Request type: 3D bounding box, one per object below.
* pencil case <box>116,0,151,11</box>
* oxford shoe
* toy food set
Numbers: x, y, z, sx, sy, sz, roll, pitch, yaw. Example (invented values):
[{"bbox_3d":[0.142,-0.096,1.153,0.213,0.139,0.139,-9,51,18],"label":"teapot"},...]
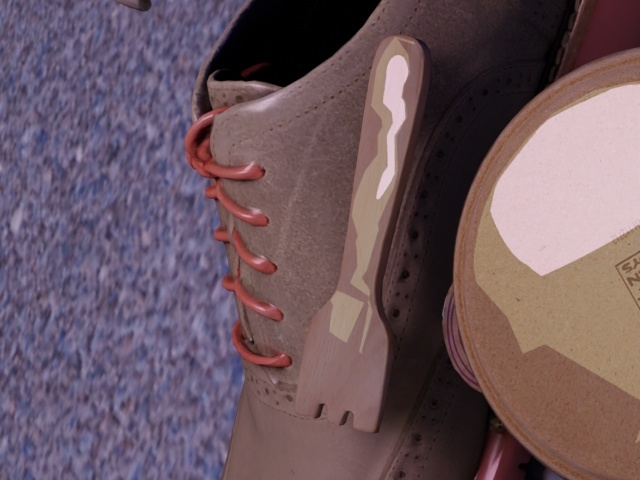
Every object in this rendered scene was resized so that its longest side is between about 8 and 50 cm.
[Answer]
[{"bbox_3d":[-0.017,-0.286,0.604,0.410,0.160,0.183,-62,-13,-18],"label":"pencil case"},{"bbox_3d":[0.000,0.000,0.590,0.123,0.130,0.348,16,90,56],"label":"oxford shoe"},{"bbox_3d":[0.093,0.014,0.495,0.192,0.038,0.132,14,96,28],"label":"toy food set"}]
